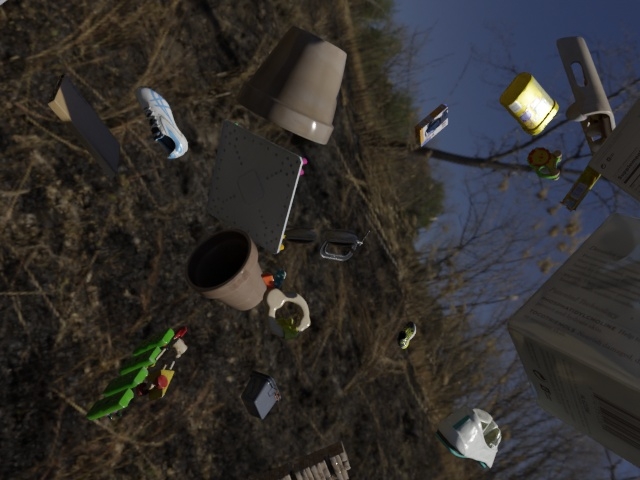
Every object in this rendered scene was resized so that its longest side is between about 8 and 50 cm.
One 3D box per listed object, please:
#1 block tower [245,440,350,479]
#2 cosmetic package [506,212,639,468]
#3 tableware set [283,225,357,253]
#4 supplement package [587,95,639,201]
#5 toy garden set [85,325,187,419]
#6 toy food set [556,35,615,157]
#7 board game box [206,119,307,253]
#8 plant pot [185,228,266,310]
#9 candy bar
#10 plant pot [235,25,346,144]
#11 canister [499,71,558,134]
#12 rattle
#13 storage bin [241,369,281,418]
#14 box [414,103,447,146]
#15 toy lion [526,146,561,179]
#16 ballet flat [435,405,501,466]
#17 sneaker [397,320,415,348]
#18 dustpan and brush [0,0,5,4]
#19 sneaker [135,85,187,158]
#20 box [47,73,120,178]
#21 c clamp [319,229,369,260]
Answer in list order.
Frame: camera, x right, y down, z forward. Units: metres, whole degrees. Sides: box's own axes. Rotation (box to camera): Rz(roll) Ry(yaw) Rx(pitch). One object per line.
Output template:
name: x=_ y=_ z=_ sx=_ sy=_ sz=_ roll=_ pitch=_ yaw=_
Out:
block tower: x=-0.069 y=0.762 z=1.781 sx=0.097 sy=0.336 sz=0.090 roll=-140 pitch=-152 yaw=-85
cosmetic package: x=0.685 y=0.213 z=1.190 sx=0.327 sy=0.394 sz=0.329 roll=27 pitch=-27 yaw=53
tableware set: x=0.000 y=0.000 z=1.460 sx=0.128 sy=0.194 sz=0.039 roll=-95 pitch=-170 yaw=-75
supplement package: x=0.621 y=-0.167 z=0.936 sx=0.145 sy=0.262 sz=0.204 roll=49 pitch=-54 yaw=32
toy garden set: x=-0.376 y=0.289 z=1.238 sx=0.049 sy=0.204 sz=0.244 roll=55 pitch=27 yaw=-19
toy food set: x=0.652 y=-0.328 z=1.376 sx=0.306 sy=0.093 sz=0.219 roll=33 pitch=45 yaw=-54
board game box: x=-0.249 y=-0.204 z=2.096 sx=0.050 sy=0.390 sz=0.389 roll=-19 pitch=132 yaw=-52
plant pot: x=-0.301 y=0.126 z=1.945 sx=0.263 sy=0.263 sz=0.229 roll=-99 pitch=162 yaw=-44
candy bar: x=0.555 y=-0.133 z=1.149 sx=0.161 sy=0.040 sz=0.018 roll=-61 pitch=172 yaw=19
plant pot: x=-0.064 y=-0.495 z=1.734 sx=0.280 sy=0.323 sz=0.323 roll=-63 pitch=-173 yaw=15
canister: x=0.648 y=-0.426 z=1.732 sx=0.170 sy=0.126 sz=0.073 roll=31 pitch=11 yaw=-35
rattle: x=-0.120 y=0.168 z=1.530 sx=0.199 sy=0.130 sz=0.143 roll=57 pitch=-6 yaw=-11
storage bin: x=-0.184 y=0.485 z=1.717 sx=0.091 sy=0.098 sz=0.135 roll=-57 pitch=147 yaw=-37
box: x=0.349 y=-0.361 z=1.721 sx=0.028 sy=0.136 sz=0.081 roll=45 pitch=-11 yaw=29
toy lion: x=0.666 y=-0.232 z=1.660 sx=0.034 sy=0.096 sz=0.100 roll=50 pitch=51 yaw=-59
ballet flat: x=0.424 y=0.529 z=1.508 sx=0.400 sy=0.139 sz=0.139 roll=44 pitch=30 yaw=-54
sneaker: x=0.224 y=0.242 z=1.448 sx=0.083 sy=0.031 sz=0.035 roll=-60 pitch=140 yaw=-34
dustpan and brush: x=-0.538 y=-0.499 z=0.984 sx=0.060 sy=0.211 sz=0.147 roll=52 pitch=-14 yaw=-20
sneaker: x=-0.495 y=-0.362 z=1.706 sx=0.237 sy=0.085 sz=0.086 roll=59 pitch=38 yaw=-15
box: x=-0.512 y=-0.251 z=1.221 sx=0.201 sy=0.021 sz=0.164 roll=60 pitch=4 yaw=-37
c clamp: x=0.075 y=0.012 z=1.913 sx=0.022 sy=0.161 sz=0.137 roll=58 pitch=-47 yaw=45
